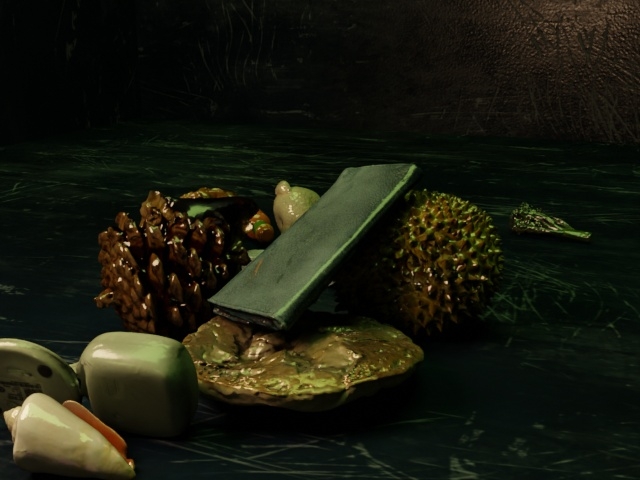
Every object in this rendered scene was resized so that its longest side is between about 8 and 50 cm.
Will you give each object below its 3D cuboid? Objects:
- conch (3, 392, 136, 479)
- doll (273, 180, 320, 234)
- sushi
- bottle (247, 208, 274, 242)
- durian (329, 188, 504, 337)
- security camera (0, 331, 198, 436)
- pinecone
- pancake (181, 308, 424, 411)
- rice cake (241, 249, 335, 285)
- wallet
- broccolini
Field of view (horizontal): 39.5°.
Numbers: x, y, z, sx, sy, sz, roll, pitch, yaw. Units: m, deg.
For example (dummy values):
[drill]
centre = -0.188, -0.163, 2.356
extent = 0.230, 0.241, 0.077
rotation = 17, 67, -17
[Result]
[conch]
centre = -0.300, 0.238, 1.078
extent = 0.176, 0.094, 0.104
rotation = 5, -19, 7
[doll]
centre = 0.019, -0.028, 2.020
extent = 0.278, 0.175, 0.149
rotation = 15, 58, 21
[sushi]
centre = -0.243, -0.017, 1.786
extent = 0.204, 0.213, 0.200
rotation = 8, 26, -44
[bottle]
centre = -0.152, -0.037, 2.107
extent = 0.069, 0.069, 0.187
rotation = -6, 17, -19
[durian]
centre = 0.162, 0.041, 1.505
extent = 0.293, 0.258, 0.258
rotation = -1, 15, 20
[security camera]
centre = -0.309, 0.180, 1.158
extent = 0.302, 0.157, 0.080
rotation = 4, 39, 5
[pinecone]
centre = -0.252, 0.060, 1.492
extent = 0.243, 0.243, 0.257
rotation = 13, 7, 41
[pancake]
centre = -0.029, 0.173, 1.313
extent = 0.387, 0.082, 0.387
rotation = -2, 10, 0
[rice cake]
centre = -0.057, 0.056, 1.773
extent = 0.206, 0.069, 0.063
rotation = 3, 14, 5
[wallet]
centre = 0.000, 0.000, 1.430
extent = 0.191, 0.046, 0.379
rotation = 6, 44, 49
[broccolini]
centre = 0.537, -0.023, 2.091
extent = 0.203, 0.068, 0.091
rotation = 29, 42, 31
